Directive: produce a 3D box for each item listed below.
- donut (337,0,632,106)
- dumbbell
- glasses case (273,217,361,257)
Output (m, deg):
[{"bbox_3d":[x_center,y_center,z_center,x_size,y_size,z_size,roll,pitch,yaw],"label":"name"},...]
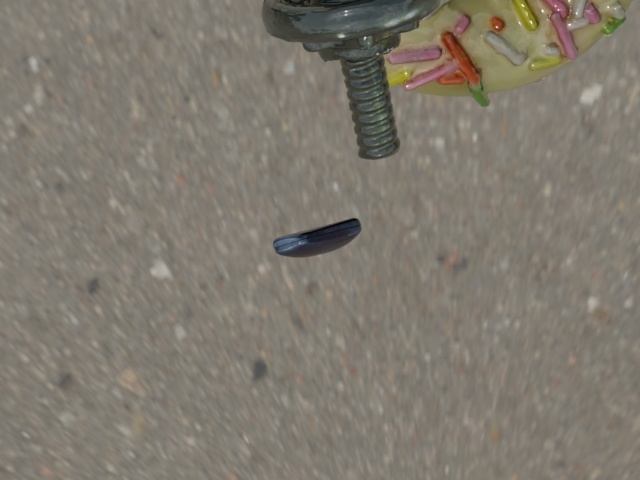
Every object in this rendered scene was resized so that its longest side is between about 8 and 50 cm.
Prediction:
[{"bbox_3d":[0.151,-0.268,1.721,0.371,0.307,0.150,-41,39,8],"label":"donut"},{"bbox_3d":[0.002,-0.153,0.833,0.081,0.081,0.254,-11,111,0],"label":"dumbbell"},{"bbox_3d":[0.000,0.000,1.630,0.033,0.083,0.023,-10,94,43],"label":"glasses case"}]
